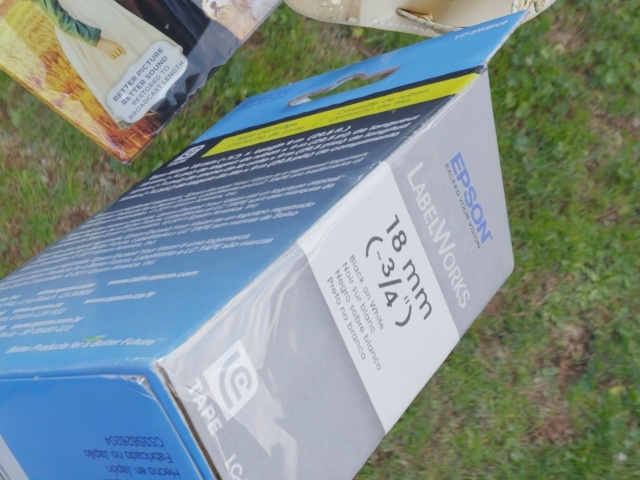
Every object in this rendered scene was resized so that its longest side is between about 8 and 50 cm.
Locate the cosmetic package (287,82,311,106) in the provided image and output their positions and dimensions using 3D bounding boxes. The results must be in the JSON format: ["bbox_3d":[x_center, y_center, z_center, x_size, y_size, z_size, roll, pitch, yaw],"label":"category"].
[{"bbox_3d":[0.000,0.000,0.757,0.127,0.107,0.238,-41,44,12],"label":"cosmetic package"}]

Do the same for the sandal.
[{"bbox_3d":[0.087,-0.152,0.617,0.240,0.088,0.079,-6,38,-29],"label":"sandal"}]

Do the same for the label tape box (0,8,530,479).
[{"bbox_3d":[-0.035,0.014,0.528,0.333,0.240,0.106,-44,115,-42],"label":"label tape box"}]

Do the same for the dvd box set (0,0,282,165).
[{"bbox_3d":[-0.217,-0.296,0.851,0.307,0.062,0.420,-46,131,3],"label":"dvd box set"}]
